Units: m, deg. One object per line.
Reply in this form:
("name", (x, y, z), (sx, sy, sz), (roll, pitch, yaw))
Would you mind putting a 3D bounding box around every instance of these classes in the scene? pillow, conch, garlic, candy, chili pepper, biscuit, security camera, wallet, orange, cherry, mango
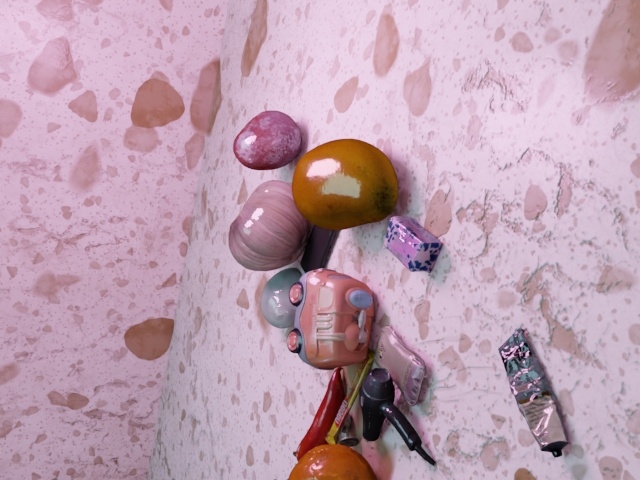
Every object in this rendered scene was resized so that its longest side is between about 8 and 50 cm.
("pillow", (0.197, 0.310, 1.613), (0.233, 0.038, 0.130), (-137, 53, -59))
("conch", (-0.131, 0.195, 2.229), (0.185, 0.121, 0.221), (-17, 61, 29))
("garlic", (-0.162, -0.037, 2.168), (0.317, 0.259, 0.317), (-51, 7, 9))
("candy", (0.225, 0.010, 1.592), (0.160, 0.073, 0.092), (50, 129, 55))
("chili pepper", (0.004, 0.561, 1.911), (0.137, 0.092, 0.368), (-95, 30, -63))
("biscuit", (0.086, 0.436, 1.774), (0.048, 0.026, 0.291), (30, 98, 58))
("security camera", (0.076, 0.532, 1.805), (0.092, 0.058, 0.058), (-95, 27, -45))
("wallet", (0.001, 0.000, 2.083), (0.146, 0.030, 0.285), (53, 130, 51))
("orange", (0.031, 0.649, 1.650), (0.240, 0.240, 0.239), (-23, 64, 60))
("cherry", (-0.178, -0.360, 2.310), (0.213, 0.285, 0.236), (48, 149, 10))
("mango", (0.071, -0.153, 1.784), (0.378, 0.221, 0.263), (15, 93, 53))

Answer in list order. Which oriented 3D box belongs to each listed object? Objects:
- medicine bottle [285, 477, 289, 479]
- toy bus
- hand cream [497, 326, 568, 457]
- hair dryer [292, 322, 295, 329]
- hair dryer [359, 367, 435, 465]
("medicine bottle", (-0.057, 0.809, 1.899), (0.135, 0.135, 0.168), (17, 100, 63))
("toy bus", (0.044, 0.219, 1.781), (0.232, 0.194, 0.287), (-8, 74, 53))
("hand cream", (0.406, 0.292, 1.216), (0.075, 0.052, 0.247), (-36, 43, 26))
("hair dryer", (-0.041, 0.315, 2.095), (0.071, 0.047, 0.150), (-59, 46, 43))
("hair dryer", (0.182, 0.469, 1.564), (0.271, 0.091, 0.235), (47, 142, 47))
